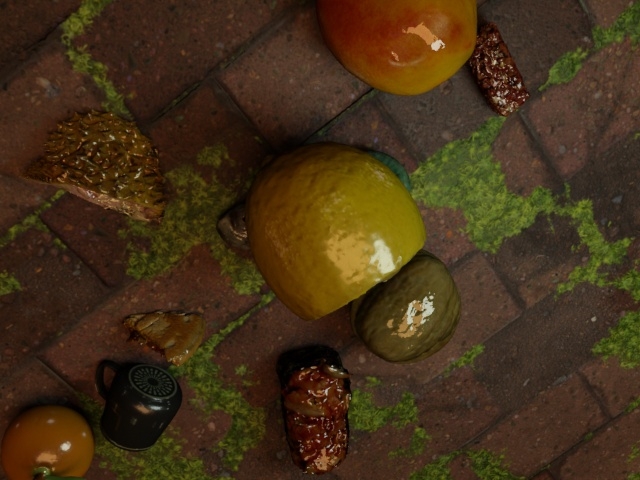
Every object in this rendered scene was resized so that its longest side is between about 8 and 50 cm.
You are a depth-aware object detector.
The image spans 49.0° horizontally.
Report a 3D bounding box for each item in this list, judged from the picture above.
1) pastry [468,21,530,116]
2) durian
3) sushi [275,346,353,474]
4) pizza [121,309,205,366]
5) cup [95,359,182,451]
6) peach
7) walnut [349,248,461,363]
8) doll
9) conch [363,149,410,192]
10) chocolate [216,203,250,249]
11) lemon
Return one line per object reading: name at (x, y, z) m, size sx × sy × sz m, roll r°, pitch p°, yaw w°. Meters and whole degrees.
pastry at (0.391, -0.374, 1.560) m, size 0.097 × 0.115 × 0.208 m, roll -28°, pitch 117°, yaw 14°
durian at (-0.452, -0.172, 1.478) m, size 0.305 × 0.185 × 0.195 m, roll 20°, pitch 83°, yaw -10°
sushi at (-0.002, 0.416, 1.757) m, size 0.196 × 0.182 × 0.343 m, roll -11°, pitch 116°, yaw -14°
pizza at (-0.378, 0.227, 1.652) m, size 0.194 × 0.154 × 0.069 m, roll 14°, pitch 132°, yaw 11°
cup at (-0.451, 0.384, 1.678) m, size 0.223 × 0.169 × 0.176 m, roll 33°, pitch 113°, yaw 14°
peach at (0.143, -0.438, 1.392) m, size 0.308 × 0.289 × 0.289 m, roll 13°, pitch 109°, yaw -23°
walnut at (0.205, 0.160, 1.669) m, size 0.283 × 0.227 × 0.282 m, roll -1°, pitch 102°, yaw -4°
doll at (-0.636, 0.499, 1.629) m, size 0.213 × 0.236 × 0.213 m, roll -4°, pitch 108°, yaw -12°
conch at (0.116, -0.122, 1.597) m, size 0.176 × 0.122 × 0.188 m, roll -27°, pitch 113°, yaw 19°
chocolate at (-0.113, -0.034, 1.595) m, size 0.248 × 0.110 × 0.110 m, roll -1°, pitch 112°, yaw -11°
lemon at (0.010, -0.041, 1.406) m, size 0.364 × 0.364 × 0.364 m, roll -4°, pitch 112°, yaw -10°
